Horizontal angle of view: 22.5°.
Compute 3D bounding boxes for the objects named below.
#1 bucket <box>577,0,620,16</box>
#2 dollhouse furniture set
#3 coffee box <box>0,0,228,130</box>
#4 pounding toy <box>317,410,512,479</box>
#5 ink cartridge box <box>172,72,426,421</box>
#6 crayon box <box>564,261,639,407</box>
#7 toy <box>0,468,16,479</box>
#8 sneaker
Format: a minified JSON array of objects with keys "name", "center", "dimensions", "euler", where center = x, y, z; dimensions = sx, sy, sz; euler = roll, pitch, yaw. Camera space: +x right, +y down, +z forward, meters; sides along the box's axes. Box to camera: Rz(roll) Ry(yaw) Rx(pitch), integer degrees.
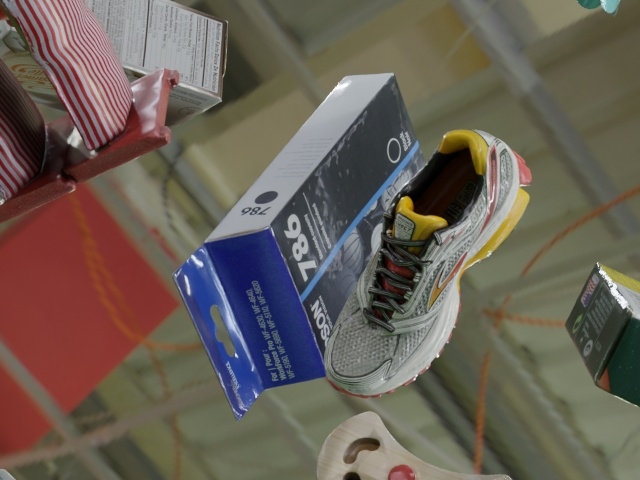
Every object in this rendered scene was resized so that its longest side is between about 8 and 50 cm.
[{"name":"bucket","center":[0.144,-0.313,1.303],"dimensions":[0.281,0.281,0.183],"euler":[24,-80,23]},{"name":"dollhouse furniture set","center":[-0.216,-0.198,1.184],"dimensions":[0.152,0.374,0.201],"euler":[-25,-62,11]},{"name":"coffee box","center":[-0.238,-0.200,1.682],"dimensions":[0.246,0.098,0.141],"euler":[16,-23,-34]},{"name":"pounding toy","center":[0.081,0.289,1.712],"dimensions":[0.270,0.154,0.155],"euler":[5,-38,22]},{"name":"ink cartridge box","center":[0.000,0.000,1.454],"dimensions":[0.065,0.332,0.165],"euler":[0,-54,34]},{"name":"crayon box","center":[0.398,0.139,1.513],"dimensions":[0.318,0.202,0.081],"euler":[24,-79,-3]},{"name":"toy","center":[-0.229,0.243,0.938],"dimensions":[0.237,0.056,0.137],"euler":[-32,-64,22]},{"name":"sneaker","center":[0.066,0.012,1.202],"dimensions":[0.088,0.225,0.093],"euler":[28,-5,33]}]
